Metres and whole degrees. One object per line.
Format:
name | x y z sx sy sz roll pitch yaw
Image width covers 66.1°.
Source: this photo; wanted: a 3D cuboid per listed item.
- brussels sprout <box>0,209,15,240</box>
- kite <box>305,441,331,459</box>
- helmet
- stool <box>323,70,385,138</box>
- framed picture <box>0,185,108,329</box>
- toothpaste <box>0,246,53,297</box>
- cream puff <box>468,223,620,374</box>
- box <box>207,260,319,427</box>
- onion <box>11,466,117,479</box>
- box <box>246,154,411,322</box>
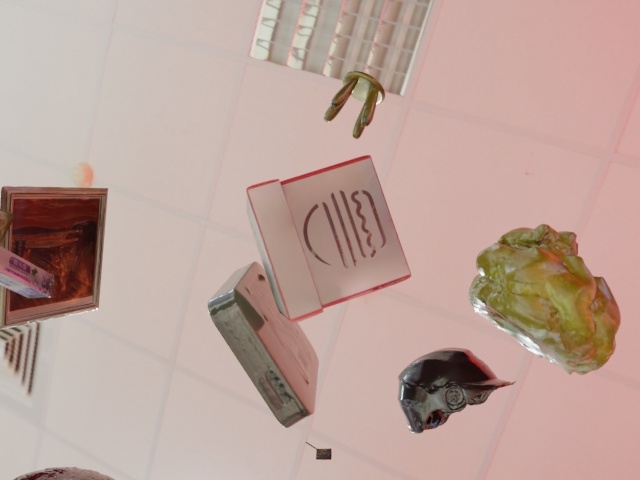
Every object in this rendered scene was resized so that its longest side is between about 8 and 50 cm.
brussels sprout | -0.702 -0.099 0.702 0.342 0.361 0.425 -20 -81 21
kite | -0.007 0.482 1.120 0.078 0.044 0.002 5 -70 23
helmet | 0.335 0.377 1.310 0.305 0.225 0.177 -37 -119 15
stool | 0.082 -0.320 1.154 0.134 0.135 0.110 19 -107 38
framed picture | -0.520 0.029 0.969 0.016 0.216 0.273 16 -77 30
toothpaste | -0.441 0.033 0.666 0.047 0.196 0.040 -7 -114 4
cream puff | 0.528 0.110 1.150 0.378 0.378 0.275 40 -91 11
box | -0.143 0.272 1.393 0.111 0.396 0.396 -29 -83 7
onion | -0.234 0.316 0.432 0.195 0.140 0.218 27 -78 -6
box | 0.000 0.000 1.211 0.300 0.312 0.314 -18 -92 -10
